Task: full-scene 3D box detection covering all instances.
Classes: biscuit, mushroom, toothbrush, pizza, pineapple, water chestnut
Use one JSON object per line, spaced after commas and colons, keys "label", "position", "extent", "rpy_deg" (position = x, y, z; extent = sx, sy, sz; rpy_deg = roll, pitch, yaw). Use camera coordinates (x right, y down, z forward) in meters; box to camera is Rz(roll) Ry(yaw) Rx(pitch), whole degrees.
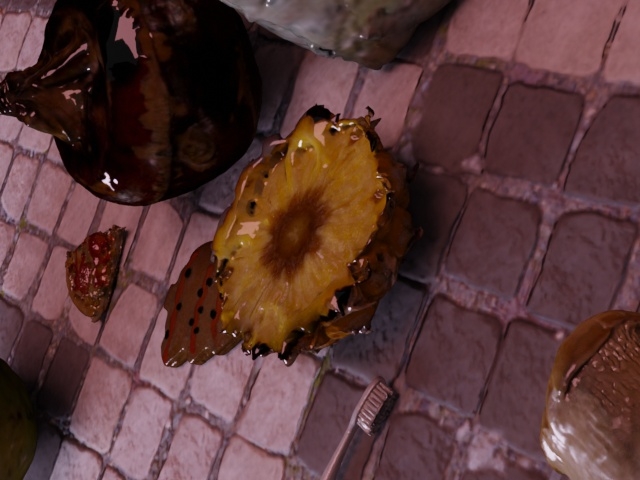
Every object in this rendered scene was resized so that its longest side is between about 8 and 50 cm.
{"label": "biscuit", "position": [-0.098, 0.058, 1.077], "extent": [0.130, 0.019, 0.119], "rpy_deg": [8, 80, 50]}
{"label": "mushroom", "position": [0.225, 0.169, 0.602], "extent": [0.351, 0.095, 0.123], "rpy_deg": [57, 137, 46]}
{"label": "toothbrush", "position": [-0.013, 0.213, 0.913], "extent": [0.024, 0.018, 0.257], "rpy_deg": [40, 105, 43]}
{"label": "pizza", "position": [-0.240, 0.027, 1.249], "extent": [0.099, 0.029, 0.100], "rpy_deg": [11, 82, 52]}
{"label": "pineapple", "position": [0.000, 0.000, 0.943], "extent": [0.225, 0.076, 0.225], "rpy_deg": [-26, 53, 40]}
{"label": "water chestnut", "position": [-0.166, -0.139, 1.083], "extent": [0.223, 0.238, 0.224], "rpy_deg": [18, 112, 51]}

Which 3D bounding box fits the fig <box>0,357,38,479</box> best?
{"label": "fig", "position": [-0.377, 0.164, 1.225], "extent": [0.233, 0.233, 0.314], "rpy_deg": [-42, 9, 30]}

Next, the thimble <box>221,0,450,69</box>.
{"label": "thimble", "position": [0.004, -0.294, 0.973], "extent": [0.291, 0.195, 0.291], "rpy_deg": [-25, 55, 41]}
